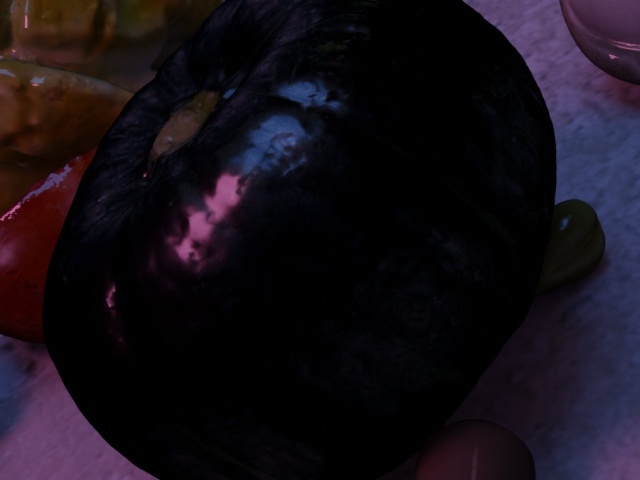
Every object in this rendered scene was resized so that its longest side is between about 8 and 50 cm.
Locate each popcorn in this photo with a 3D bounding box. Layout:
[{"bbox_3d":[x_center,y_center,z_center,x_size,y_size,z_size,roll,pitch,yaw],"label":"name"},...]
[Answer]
[{"bbox_3d":[-0.198,-0.141,1.423,0.276,0.276,0.226,-14,70,20],"label":"popcorn"}]

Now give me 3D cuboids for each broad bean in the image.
[{"bbox_3d":[0.127,0.008,1.112,0.083,0.045,0.063,-23,33,23],"label":"broad bean"}]

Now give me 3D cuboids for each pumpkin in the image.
[{"bbox_3d":[0.000,0.000,1.037,0.315,0.238,0.315,-45,22,24],"label":"pumpkin"}]

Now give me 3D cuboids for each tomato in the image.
[{"bbox_3d":[-0.155,0.013,1.275,0.173,0.099,0.189,-40,-10,7],"label":"tomato"}]

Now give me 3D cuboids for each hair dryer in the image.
[{"bbox_3d":[0.131,0.135,0.915,0.181,0.064,0.117,-8,34,15],"label":"hair dryer"}]

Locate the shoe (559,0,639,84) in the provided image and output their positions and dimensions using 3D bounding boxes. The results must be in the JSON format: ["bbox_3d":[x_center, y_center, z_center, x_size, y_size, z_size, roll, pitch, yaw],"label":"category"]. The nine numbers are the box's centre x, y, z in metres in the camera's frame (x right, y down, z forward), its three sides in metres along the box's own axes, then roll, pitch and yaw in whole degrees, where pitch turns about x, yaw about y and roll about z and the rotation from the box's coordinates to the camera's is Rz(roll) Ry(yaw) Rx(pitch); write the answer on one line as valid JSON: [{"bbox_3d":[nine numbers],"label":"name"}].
[{"bbox_3d":[0.306,-0.229,1.174,0.351,0.198,0.172,-12,33,21],"label":"shoe"}]
